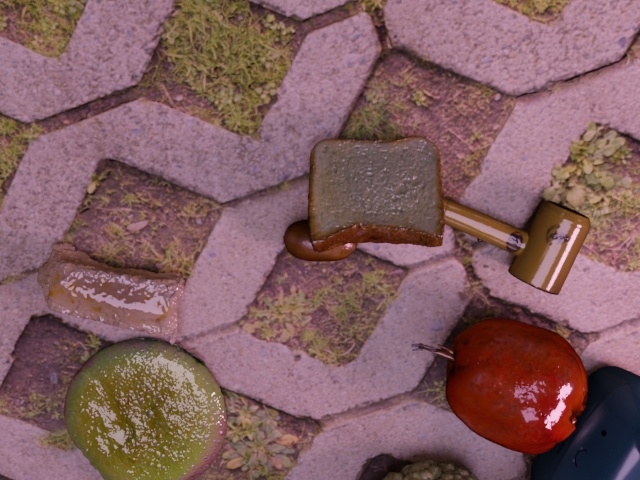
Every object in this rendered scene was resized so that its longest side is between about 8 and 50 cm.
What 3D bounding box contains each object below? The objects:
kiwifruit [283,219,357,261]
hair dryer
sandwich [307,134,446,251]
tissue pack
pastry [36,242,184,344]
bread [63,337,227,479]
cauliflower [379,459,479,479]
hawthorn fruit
[{"bbox_3d":[0.000,0.000,1.312,0.124,0.075,0.075,3,104,-3],"label":"kiwifruit"},{"bbox_3d":[0.287,-0.027,1.297,0.278,0.090,0.135,23,104,3],"label":"hair dryer"},{"bbox_3d":[0.087,-0.072,1.258,0.214,0.065,0.186,0,72,4],"label":"sandwich"},{"bbox_3d":[0.493,0.373,1.314,0.198,0.206,0.288,26,104,-13],"label":"tissue pack"},{"bbox_3d":[-0.354,0.083,1.343,0.258,0.089,0.122,18,91,-5],"label":"pastry"},{"bbox_3d":[-0.307,0.316,1.416,0.301,0.045,0.302,0,103,1],"label":"bread"},{"bbox_3d":[0.183,0.540,1.373,0.275,0.272,0.250,-34,132,23],"label":"cauliflower"},{"bbox_3d":[0.289,0.222,1.297,0.299,0.211,0.211,23,103,6],"label":"hawthorn fruit"}]
